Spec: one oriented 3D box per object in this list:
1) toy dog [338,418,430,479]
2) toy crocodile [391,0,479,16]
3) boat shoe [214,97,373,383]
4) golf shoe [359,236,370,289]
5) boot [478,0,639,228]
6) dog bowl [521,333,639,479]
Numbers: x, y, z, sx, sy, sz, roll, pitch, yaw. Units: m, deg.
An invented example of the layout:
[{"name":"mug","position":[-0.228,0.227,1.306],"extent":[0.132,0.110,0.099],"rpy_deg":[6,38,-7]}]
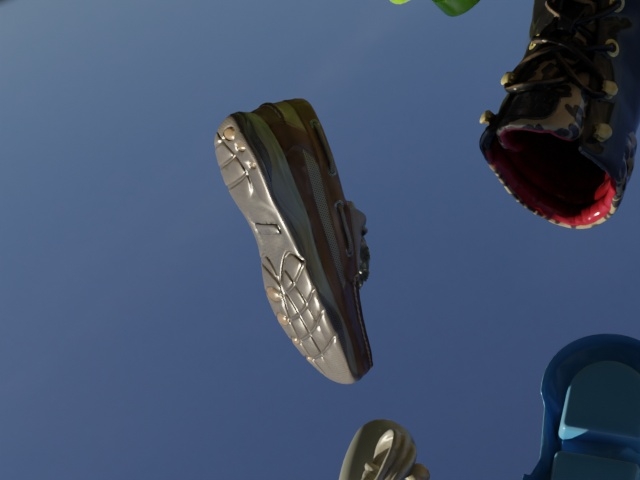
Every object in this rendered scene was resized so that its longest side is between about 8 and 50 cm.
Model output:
[{"name":"toy dog","position":[0.056,0.362,1.521],"extent":[0.334,0.161,0.220],"rpy_deg":[-62,-171,-8]},{"name":"toy crocodile","position":[0.100,-0.308,1.497],"extent":[0.105,0.115,0.340],"rpy_deg":[-51,-153,-3]},{"name":"boat shoe","position":[0.000,0.000,1.564],"extent":[0.116,0.324,0.123],"rpy_deg":[-30,-157,-27]},{"name":"golf shoe","position":[0.016,0.041,1.700],"extent":[0.069,0.176,0.086],"rpy_deg":[0,-144,-8]},{"name":"boot","position":[0.218,-0.205,1.238],"extent":[0.138,0.377,0.284],"rpy_deg":[11,-113,20]},{"name":"dog bowl","position":[0.340,0.260,1.792],"extent":[0.166,0.074,0.297],"rpy_deg":[7,-118,16]}]
